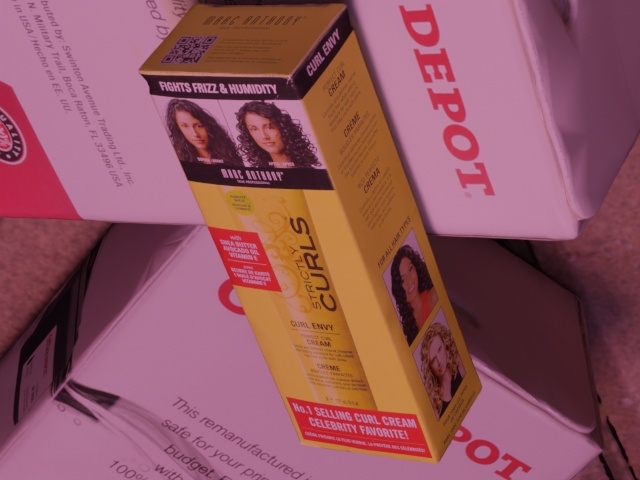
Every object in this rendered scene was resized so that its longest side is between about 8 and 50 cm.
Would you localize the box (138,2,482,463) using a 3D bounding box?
[{"bbox_3d":[0.000,0.000,0.873,0.087,0.058,0.232,5,133,32],"label":"box"}]

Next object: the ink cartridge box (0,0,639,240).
[{"bbox_3d":[-0.044,-0.157,0.923,0.384,0.160,0.279,4,130,33],"label":"ink cartridge box"}]

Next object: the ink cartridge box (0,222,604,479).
[{"bbox_3d":[-0.054,0.135,1.204,0.285,0.166,0.395,33,119,-18],"label":"ink cartridge box"}]
